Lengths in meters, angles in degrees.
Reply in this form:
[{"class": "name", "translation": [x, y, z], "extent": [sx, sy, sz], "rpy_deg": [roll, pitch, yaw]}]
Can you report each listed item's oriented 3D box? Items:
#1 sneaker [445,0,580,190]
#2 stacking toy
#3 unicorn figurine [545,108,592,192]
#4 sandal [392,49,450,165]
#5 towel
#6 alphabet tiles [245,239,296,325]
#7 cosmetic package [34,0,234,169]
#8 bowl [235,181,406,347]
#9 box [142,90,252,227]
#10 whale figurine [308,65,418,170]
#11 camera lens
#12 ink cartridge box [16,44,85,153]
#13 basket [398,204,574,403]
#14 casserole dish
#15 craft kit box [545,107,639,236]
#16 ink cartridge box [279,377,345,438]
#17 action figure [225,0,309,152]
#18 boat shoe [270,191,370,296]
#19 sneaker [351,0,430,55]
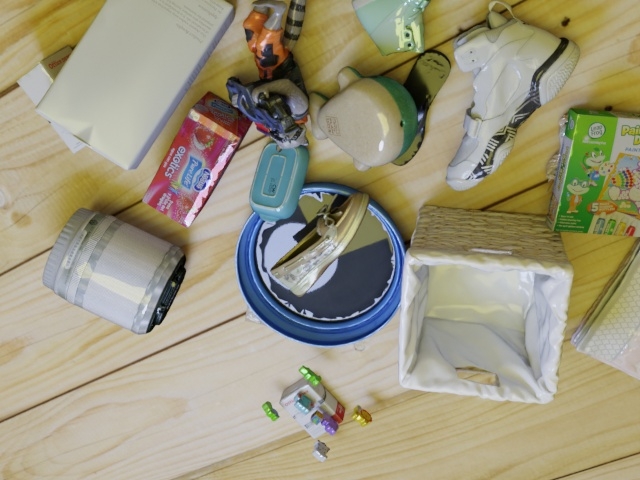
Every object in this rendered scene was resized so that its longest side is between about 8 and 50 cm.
[{"class": "sneaker", "translation": [0.317, -0.284, 1.750], "extent": [0.210, 0.137, 0.366], "rpy_deg": [35, 112, -6]}, {"class": "stacking toy", "translation": [-0.011, 0.414, 2.143], "extent": [0.221, 0.052, 0.167], "rpy_deg": [41, 113, -9]}, {"class": "unicorn figurine", "translation": [0.512, -0.183, 1.808], "extent": [0.111, 0.060, 0.162], "rpy_deg": [-3, 100, 14]}, {"class": "sandal", "translation": [0.184, -0.268, 1.824], "extent": [0.097, 0.054, 0.255], "rpy_deg": [20, 118, 1]}, {"class": "towel", "translation": [0.761, 0.171, 1.934], "extent": [0.317, 0.053, 0.332], "rpy_deg": [23, 119, -1]}, {"class": "alphabet tiles", "translation": [-0.067, 0.113, 2.088], "extent": [0.198, 0.009, 0.237], "rpy_deg": [13, 118, 5]}, {"class": "cosmetic package", "translation": [-0.357, -0.350, 1.753], "extent": [0.217, 0.156, 0.385], "rpy_deg": [35, 93, -7]}, {"class": "bowl", "translation": [0.005, 0.052, 1.996], "extent": [0.391, 0.077, 0.391], "rpy_deg": [4, 113, 9]}, {"class": "box", "translation": [-0.263, -0.173, 1.916], "extent": [0.122, 0.128, 0.257], "rpy_deg": [31, 117, -5]}, {"class": "whale figurine", "translation": [0.086, -0.250, 1.796], "extent": [0.272, 0.141, 0.216], "rpy_deg": [14, 123, 51]}, {"class": "camera lens", "translation": [-0.459, 0.071, 2.023], "extent": [0.274, 0.219, 0.219], "rpy_deg": [25, 118, -3]}, {"class": "ink cartridge box", "translation": [-0.530, -0.302, 1.897], "extent": [0.082, 0.140, 0.191], "rpy_deg": [-30, 107, 25]}, {"class": "basket", "translation": [0.339, 0.129, 1.873], "extent": [0.328, 0.266, 0.331], "rpy_deg": [5, 116, 8]}, {"class": "casserole dish", "translation": [-0.093, -0.133, 1.898], "extent": [0.114, 0.037, 0.188], "rpy_deg": [13, 84, 24]}, {"class": "craft kit box", "translation": [0.597, -0.131, 1.773], "extent": [0.249, 0.061, 0.247], "rpy_deg": [3, 110, -6]}, {"class": "ink cartridge box", "translation": [-0.020, 0.408, 2.199], "extent": [0.099, 0.056, 0.135], "rpy_deg": [-36, 105, 23]}, {"class": "action figure", "translation": [-0.070, -0.323, 1.745], "extent": [0.178, 0.341, 0.330], "rpy_deg": [-18, 122, -18]}, {"class": "boat shoe", "translation": [0.000, 0.000, 1.875], "extent": [0.089, 0.104, 0.285], "rpy_deg": [34, 115, -8]}, {"class": "sneaker", "translation": [0.201, -0.449, 1.707], "extent": [0.256, 0.094, 0.151], "rpy_deg": [-21, 105, 30]}]
